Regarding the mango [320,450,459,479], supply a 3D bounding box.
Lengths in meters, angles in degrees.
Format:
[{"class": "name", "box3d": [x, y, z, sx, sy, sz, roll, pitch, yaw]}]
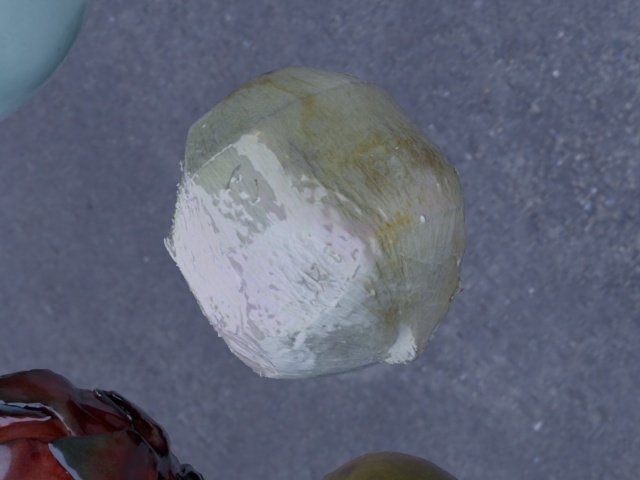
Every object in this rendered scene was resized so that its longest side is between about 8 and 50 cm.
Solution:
[{"class": "mango", "box3d": [0.067, 0.274, 0.970, 0.176, 0.175, 0.329, 36, -173, -21]}]

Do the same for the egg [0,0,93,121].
[{"class": "egg", "box3d": [-0.257, -0.145, 0.585, 0.371, 0.230, 0.230, 20, 136, 27]}]

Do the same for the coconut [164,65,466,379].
[{"class": "coconut", "box3d": [0.001, -0.002, 0.802, 0.194, 0.194, 0.194, 28, 140, 27]}]

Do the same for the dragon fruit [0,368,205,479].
[{"class": "dragon fruit", "box3d": [-0.148, 0.156, 0.704, 0.182, 0.189, 0.182, -2, 87, 38]}]
